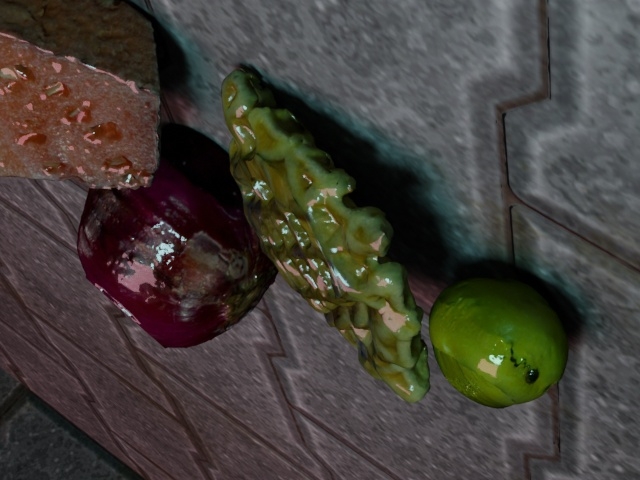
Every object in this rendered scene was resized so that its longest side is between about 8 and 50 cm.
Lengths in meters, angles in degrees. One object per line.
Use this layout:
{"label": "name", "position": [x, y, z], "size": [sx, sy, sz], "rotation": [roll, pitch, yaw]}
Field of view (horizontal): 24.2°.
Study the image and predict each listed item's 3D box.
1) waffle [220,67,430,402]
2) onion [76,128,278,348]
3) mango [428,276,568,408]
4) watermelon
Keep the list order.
{"label": "waffle", "position": [-0.002, 0.002, 1.015], "size": [0.223, 0.054, 0.204], "rotation": [49, 168, 36]}
{"label": "onion", "position": [-0.141, -0.015, 1.225], "size": [0.218, 0.140, 0.195], "rotation": [39, 169, 17]}
{"label": "mango", "position": [0.110, 0.062, 0.973], "size": [0.091, 0.074, 0.165], "rotation": [51, 174, -8]}
{"label": "watermelon", "position": [-0.198, -0.130, 1.096], "size": [0.256, 0.140, 0.193], "rotation": [21, 150, 26]}
